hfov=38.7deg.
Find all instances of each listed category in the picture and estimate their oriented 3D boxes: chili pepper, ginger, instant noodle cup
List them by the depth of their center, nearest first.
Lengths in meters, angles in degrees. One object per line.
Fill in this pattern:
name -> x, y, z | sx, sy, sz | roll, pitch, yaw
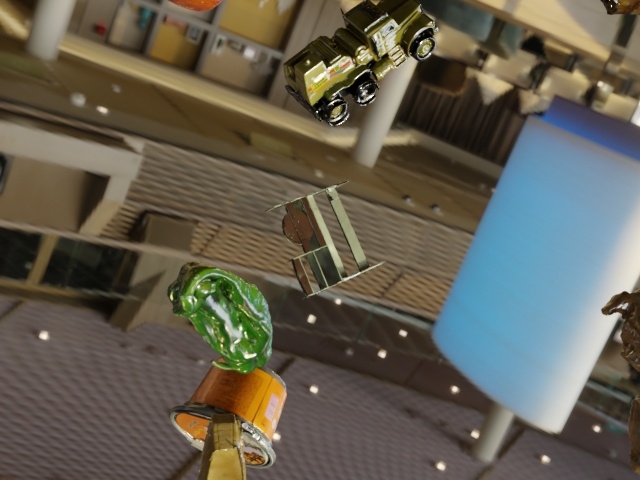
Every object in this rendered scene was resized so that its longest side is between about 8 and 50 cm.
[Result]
chili pepper -> -0.107, 0.089, 1.035 | 0.074, 0.100, 0.257 | 43, 170, 32
ginger -> 0.413, 0.193, 1.066 | 0.122, 0.290, 0.084 | -7, 164, -4
instant noodle cup -> -0.131, 0.260, 1.433 | 0.177, 0.126, 0.208 | 42, 146, -26

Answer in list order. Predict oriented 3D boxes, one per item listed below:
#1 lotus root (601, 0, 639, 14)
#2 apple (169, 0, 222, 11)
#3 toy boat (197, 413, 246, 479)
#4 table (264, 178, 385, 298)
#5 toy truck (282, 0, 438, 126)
lotus root -> 0.501, -0.447, 1.257 | 0.210, 0.314, 0.142 | 49, 163, 19
apple -> -0.245, -0.508, 1.714 | 0.158, 0.147, 0.156 | 42, 172, -22
toy boat -> -0.133, 0.319, 1.209 | 0.064, 0.206, 0.072 | -1, -152, -14
table -> 0.000, 0.000, 1.418 | 0.175, 0.146, 0.062 | -22, 178, -37
toy truck -> 0.063, -0.315, 1.494 | 0.127, 0.257, 0.127 | 47, 167, 34
